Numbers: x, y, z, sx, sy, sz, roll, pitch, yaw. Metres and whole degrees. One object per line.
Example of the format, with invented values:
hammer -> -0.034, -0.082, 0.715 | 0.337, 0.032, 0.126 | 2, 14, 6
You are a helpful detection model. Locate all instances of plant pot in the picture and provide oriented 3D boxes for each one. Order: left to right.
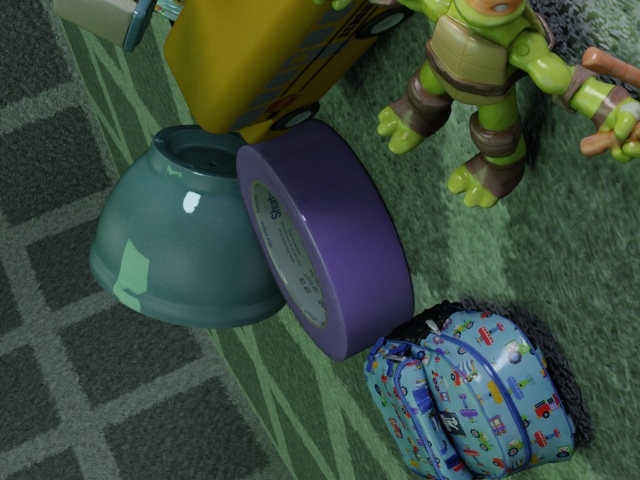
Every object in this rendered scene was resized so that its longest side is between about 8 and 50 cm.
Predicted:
plant pot -> -0.164, -0.041, 1.272 | 0.293, 0.293, 0.196 | 48, 132, 48

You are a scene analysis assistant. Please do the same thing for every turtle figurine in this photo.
turtle figurine -> 0.083, -0.115, 0.558 | 0.269, 0.087, 0.217 | 27, 162, 10

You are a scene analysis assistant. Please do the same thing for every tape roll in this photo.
tape roll -> 0.000, 0.000, 1.069 | 0.275, 0.090, 0.275 | 57, 164, 26

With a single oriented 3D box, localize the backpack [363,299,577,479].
backpack -> 0.131, 0.139, 0.788 | 0.158, 0.117, 0.173 | 66, 163, -7

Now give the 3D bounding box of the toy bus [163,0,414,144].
toy bus -> -0.030, -0.179, 0.736 | 0.108, 0.130, 0.333 | 64, 150, 5

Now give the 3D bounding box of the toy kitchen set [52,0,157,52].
toy kitchen set -> -0.090, -0.251, 0.620 | 0.207, 0.122, 0.166 | 124, 162, -54

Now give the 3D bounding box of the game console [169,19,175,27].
game console -> -0.214, -0.356, 1.327 | 0.361, 0.044, 0.213 | 68, 167, -8

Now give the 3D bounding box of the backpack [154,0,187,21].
backpack -> -0.135, -0.283, 0.857 | 0.182, 0.152, 0.115 | 39, 138, 27
